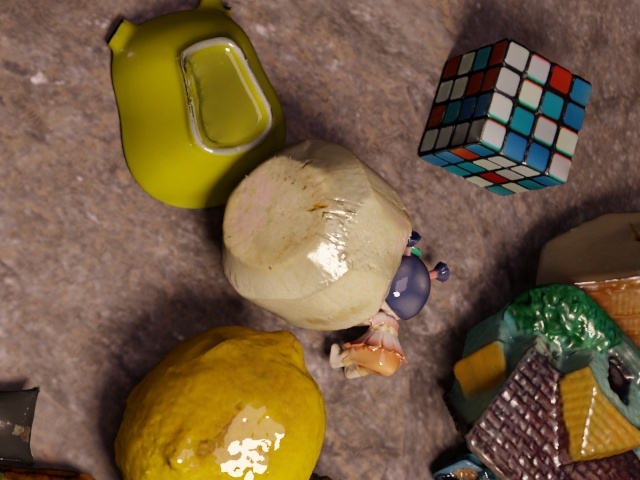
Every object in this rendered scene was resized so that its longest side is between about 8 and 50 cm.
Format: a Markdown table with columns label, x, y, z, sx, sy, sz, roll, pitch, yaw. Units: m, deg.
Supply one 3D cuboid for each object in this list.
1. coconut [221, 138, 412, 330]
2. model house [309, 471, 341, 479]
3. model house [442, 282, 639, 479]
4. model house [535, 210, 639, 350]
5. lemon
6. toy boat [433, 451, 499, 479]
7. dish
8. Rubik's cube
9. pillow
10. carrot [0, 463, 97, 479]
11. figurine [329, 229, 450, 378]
| label | x | y | z | sx | sy | sz | roll | pitch | yaw |
| --- | --- | --- | --- | --- | --- | --- | --- | --- | --- |
| coconut | 0.000 | -0.004 | 1.687 | 0.241 | 0.241 | 0.241 | 3 | 84 | -26 |
| model house | 0.002 | 0.427 | 1.679 | 0.193 | 0.175 | 0.234 | -41 | 99 | -24 |
| model house | 0.299 | 0.248 | 1.765 | 0.280 | 0.230 | 0.248 | 44 | 33 | -14 |
| model house | 0.405 | 0.100 | 1.923 | 0.220 | 0.199 | 0.229 | 1 | 118 | 11 |
| lemon | -0.114 | 0.227 | 1.616 | 0.233 | 0.233 | 0.288 | 35 | 83 | -19 |
| toy boat | 0.237 | 0.380 | 1.832 | 0.223 | 0.100 | 0.097 | 51 | 38 | -10 |
| dish | -0.138 | -0.176 | 1.707 | 0.221 | 0.108 | 0.262 | -19 | 94 | -27 |
| Rubik's cube | 0.250 | -0.162 | 1.866 | 0.151 | 0.154 | 0.155 | 24 | 76 | -22 |
| pillow | -0.396 | 0.212 | 1.576 | 0.150 | 0.048 | 0.090 | 4 | 107 | -27 |
| carrot | -0.368 | 0.281 | 1.559 | 0.260 | 0.070 | 0.070 | 15 | 79 | -31 |
| figurine | 0.091 | 0.088 | 1.798 | 0.111 | 0.102 | 0.195 | 37 | 62 | -53 |
